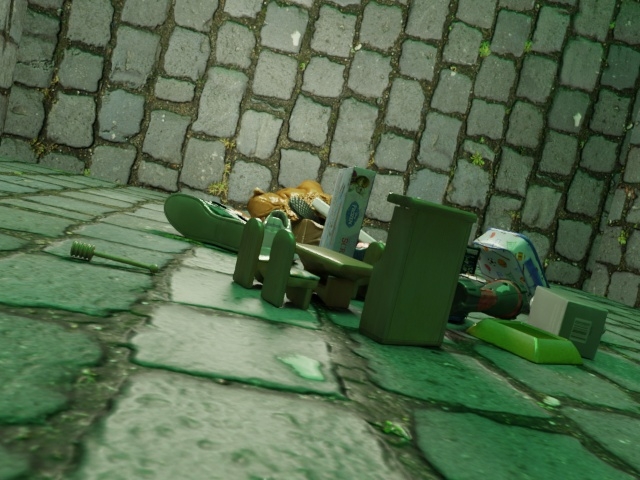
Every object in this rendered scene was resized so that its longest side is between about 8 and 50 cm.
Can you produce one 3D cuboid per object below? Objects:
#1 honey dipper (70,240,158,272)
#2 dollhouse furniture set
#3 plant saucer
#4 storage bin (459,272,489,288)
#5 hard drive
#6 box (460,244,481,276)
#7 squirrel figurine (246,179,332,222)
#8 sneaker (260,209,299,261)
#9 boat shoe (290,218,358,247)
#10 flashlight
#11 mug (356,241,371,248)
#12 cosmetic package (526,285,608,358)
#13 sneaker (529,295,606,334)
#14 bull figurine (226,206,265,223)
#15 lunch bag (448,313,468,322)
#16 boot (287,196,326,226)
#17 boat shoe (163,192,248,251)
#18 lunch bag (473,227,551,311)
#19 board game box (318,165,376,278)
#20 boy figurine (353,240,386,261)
[{"bbox_3d":[-0.388,0.036,1.040,0.160,0.031,0.030,17,4,-12],"label":"honey dipper"},{"bbox_3d":[0.083,0.024,1.121,0.362,0.257,0.394,11,6,-36],"label":"dollhouse furniture set"},{"bbox_3d":[0.450,0.215,1.203,0.188,0.045,0.188,10,5,-36],"label":"plant saucer"},{"bbox_3d":[0.448,0.153,1.713,0.091,0.098,0.135,-2,12,-32],"label":"storage bin"},{"bbox_3d":[0.135,-0.036,2.275,0.353,0.047,0.233,38,0,23],"label":"hard drive"},{"bbox_3d":[0.428,0.085,1.895,0.220,0.175,0.051,12,4,-11],"label":"box"},{"bbox_3d":[-0.146,-0.157,2.608,0.370,0.281,0.397,3,7,-31],"label":"squirrel figurine"},{"bbox_3d":[-0.113,-0.012,1.628,0.114,0.152,0.305,12,3,3],"label":"sneaker"},{"bbox_3d":[0.000,0.000,2.207,0.341,0.123,0.123,5,-31,29],"label":"boat shoe"},{"bbox_3d":[0.368,0.128,1.232,0.103,0.103,0.304,29,11,39],"label":"flashlight"},{"bbox_3d":[0.205,0.061,1.951,0.169,0.113,0.150,12,2,28],"label":"mug"},{"bbox_3d":[0.610,0.199,1.379,0.107,0.127,0.238,14,6,6],"label":"cosmetic package"},{"bbox_3d":[0.752,0.238,1.667,0.115,0.090,0.232,18,9,-45],"label":"sneaker"},{"bbox_3d":[-0.350,-0.071,1.979,0.310,0.101,0.188,13,0,-39],"label":"bull figurine"},{"bbox_3d":[0.276,0.134,1.396,0.218,0.090,0.176,15,6,16],"label":"lunch bag"},{"bbox_3d":[-0.088,-0.074,2.324,0.161,0.084,0.246,-24,-49,36],"label":"boot"},{"bbox_3d":[-0.322,-0.054,1.679,0.339,0.127,0.113,17,4,21],"label":"boat shoe"},{"bbox_3d":[0.679,0.106,1.918,0.303,0.115,0.243,58,-17,-22],"label":"lunch bag"},{"bbox_3d":[0.063,-0.051,1.595,0.065,0.319,0.318,14,5,-7],"label":"board game box"},{"bbox_3d":[0.197,0.057,1.791,0.285,0.092,0.177,6,-34,-7],"label":"boy figurine"}]
